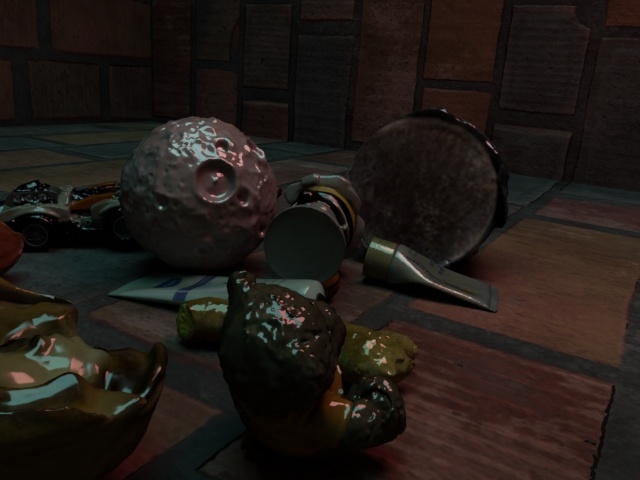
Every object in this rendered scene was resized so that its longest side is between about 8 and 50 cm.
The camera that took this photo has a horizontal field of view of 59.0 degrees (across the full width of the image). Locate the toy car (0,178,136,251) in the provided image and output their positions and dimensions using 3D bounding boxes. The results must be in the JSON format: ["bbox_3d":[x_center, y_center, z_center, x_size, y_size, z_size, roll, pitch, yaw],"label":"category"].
[{"bbox_3d":[-0.452,-0.057,1.062,0.301,0.118,0.193,-3,20,-14],"label":"toy car"}]

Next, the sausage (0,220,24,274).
[{"bbox_3d":[-0.573,-0.008,0.819,0.254,0.148,0.148,7,16,8],"label":"sausage"}]

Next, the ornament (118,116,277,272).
[{"bbox_3d":[-0.194,-0.073,0.927,0.259,0.260,0.225,-3,-7,-22],"label":"ornament"}]

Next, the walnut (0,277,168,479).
[{"bbox_3d":[-0.233,0.128,0.446,0.203,0.141,0.238,10,11,-20],"label":"walnut"}]

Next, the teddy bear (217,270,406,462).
[{"bbox_3d":[-0.025,0.110,0.481,0.140,0.190,0.177,-33,50,-16],"label":"teddy bear"}]

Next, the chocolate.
[{"bbox_3d":[0.212,-0.083,1.109,0.303,0.303,0.213,10,0,18],"label":"chocolate"}]

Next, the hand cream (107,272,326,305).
[{"bbox_3d":[-0.144,0.080,0.813,0.320,0.067,0.109,3,16,23],"label":"hand cream"}]

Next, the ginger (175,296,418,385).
[{"bbox_3d":[-0.036,0.113,0.669,0.298,0.065,0.118,10,4,16],"label":"ginger"}]

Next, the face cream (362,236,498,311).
[{"bbox_3d":[0.186,0.058,0.943,0.224,0.070,0.114,17,19,12],"label":"face cream"}]

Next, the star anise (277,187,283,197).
[{"bbox_3d":[-0.207,-0.068,1.204,0.288,0.088,0.288,-11,15,3],"label":"star anise"}]

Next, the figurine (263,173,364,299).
[{"bbox_3d":[-0.001,-0.011,0.903,0.132,0.176,0.236,-6,17,11],"label":"figurine"}]
